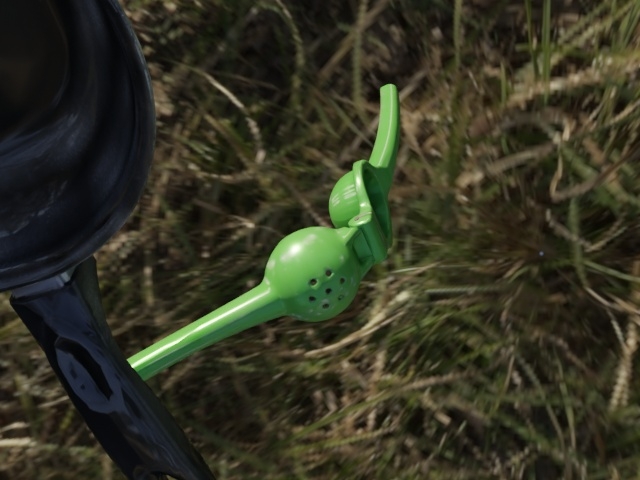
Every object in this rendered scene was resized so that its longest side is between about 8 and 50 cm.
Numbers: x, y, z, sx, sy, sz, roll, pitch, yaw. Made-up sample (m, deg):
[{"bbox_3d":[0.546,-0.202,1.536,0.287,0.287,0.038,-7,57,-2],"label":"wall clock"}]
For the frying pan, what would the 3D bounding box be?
[{"bbox_3d":[-0.098,-0.024,0.523,0.326,0.053,0.197,35,131,-23],"label":"frying pan"}]

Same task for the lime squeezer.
[{"bbox_3d":[0.000,0.000,0.955,0.059,0.110,0.310,52,56,-16],"label":"lime squeezer"}]
